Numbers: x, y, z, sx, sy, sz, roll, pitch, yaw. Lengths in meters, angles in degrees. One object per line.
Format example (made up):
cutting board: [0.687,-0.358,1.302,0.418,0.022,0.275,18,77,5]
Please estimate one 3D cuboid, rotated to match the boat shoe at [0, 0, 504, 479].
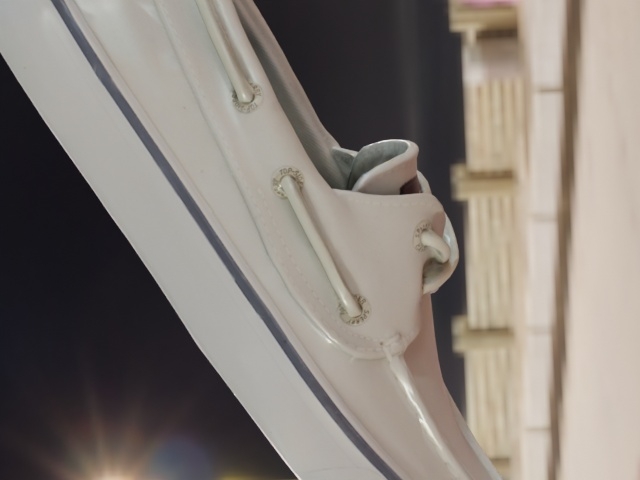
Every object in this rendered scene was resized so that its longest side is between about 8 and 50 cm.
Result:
boat shoe: [0.000,0.000,0.596,0.267,0.088,0.096,55,-171,-5]
